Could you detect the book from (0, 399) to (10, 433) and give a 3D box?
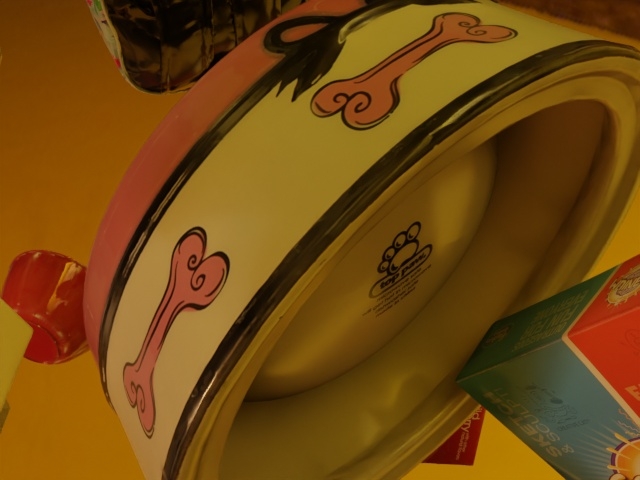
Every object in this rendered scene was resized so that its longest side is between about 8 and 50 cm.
[{"bbox_3d":[-0.426,0.192,1.296,0.035,0.144,0.096,-1,-53,-41],"label":"book"}]

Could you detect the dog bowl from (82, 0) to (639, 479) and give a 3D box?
[{"bbox_3d":[0.027,0.014,0.686,0.408,0.150,0.408,-34,-29,-22],"label":"dog bowl"}]

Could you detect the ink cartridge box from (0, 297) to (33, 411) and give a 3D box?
[{"bbox_3d":[-0.486,0.084,1.144,0.273,0.114,0.198,9,-26,16],"label":"ink cartridge box"}]

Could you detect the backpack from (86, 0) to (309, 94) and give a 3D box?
[{"bbox_3d":[-0.123,-0.264,1.015,0.225,0.191,0.253,-23,-27,-10],"label":"backpack"}]

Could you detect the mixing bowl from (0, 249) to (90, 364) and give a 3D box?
[{"bbox_3d":[-0.392,0.113,1.524,0.181,0.098,0.181,12,-46,13],"label":"mixing bowl"}]

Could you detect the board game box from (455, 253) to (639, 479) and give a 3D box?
[{"bbox_3d":[0.272,0.150,0.695,0.316,0.064,0.242,41,-27,-3],"label":"board game box"}]

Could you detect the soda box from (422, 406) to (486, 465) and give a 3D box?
[{"bbox_3d":[0.152,0.124,1.222,0.083,0.092,0.263,5,-72,-14],"label":"soda box"}]
